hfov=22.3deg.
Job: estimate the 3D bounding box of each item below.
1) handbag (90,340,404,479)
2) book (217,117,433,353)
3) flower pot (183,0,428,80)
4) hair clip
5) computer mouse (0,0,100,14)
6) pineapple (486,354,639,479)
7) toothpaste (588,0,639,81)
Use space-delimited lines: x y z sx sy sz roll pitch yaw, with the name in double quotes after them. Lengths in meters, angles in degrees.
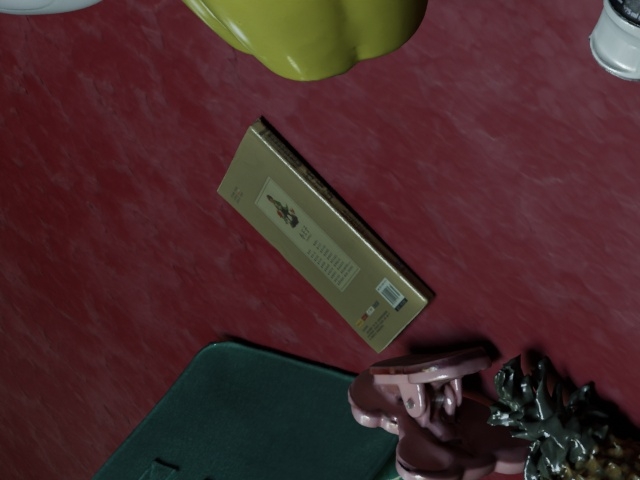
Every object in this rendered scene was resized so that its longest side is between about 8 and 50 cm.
-0.058 0.220 1.478 0.326 0.238 0.089 13 142 51 "handbag"
0.000 0.000 1.325 0.199 0.016 0.138 46 155 4 "book"
-0.015 -0.190 0.898 0.195 0.195 0.179 34 163 27 "flower pot"
0.089 0.140 1.286 0.138 0.123 0.102 -12 88 56 "hair clip"
-0.267 -0.257 1.265 0.297 0.121 0.184 21 145 42 "computer mouse"
0.191 0.166 1.176 0.198 0.108 0.108 50 157 19 "pineapple"
0.174 -0.161 0.792 0.071 0.045 0.193 39 148 18 "toothpaste"
